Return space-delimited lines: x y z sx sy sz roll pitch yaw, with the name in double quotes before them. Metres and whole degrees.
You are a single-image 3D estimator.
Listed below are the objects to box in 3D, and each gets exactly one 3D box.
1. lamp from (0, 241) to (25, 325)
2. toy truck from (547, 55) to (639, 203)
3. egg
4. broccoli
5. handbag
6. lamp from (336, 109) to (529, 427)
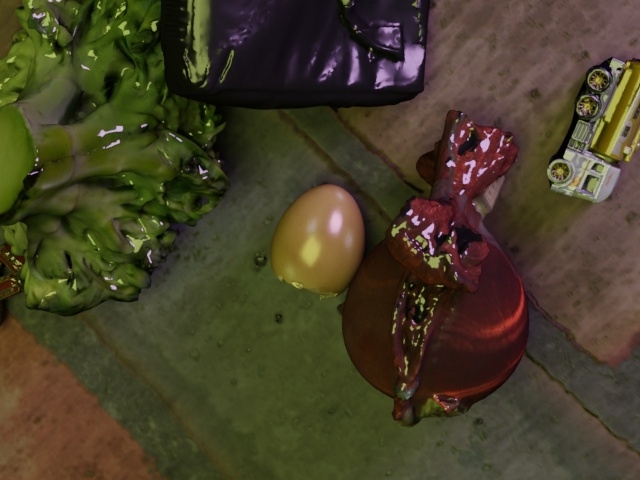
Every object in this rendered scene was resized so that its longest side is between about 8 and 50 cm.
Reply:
"lamp" -0.307 0.037 1.320 0.063 0.031 0.083 40 104 6
"toy truck" 0.228 -0.090 1.122 0.063 0.052 0.123 22 103 6
"egg" 0.000 0.000 1.193 0.080 0.080 0.096 19 88 13
"broccoli" -0.213 -0.077 1.159 0.248 0.245 0.288 -6 92 27
"handbag" -0.013 -0.240 1.097 0.088 0.244 0.275 14 104 56
"lamp" 0.106 0.038 1.132 0.151 0.215 0.223 25 129 -2
